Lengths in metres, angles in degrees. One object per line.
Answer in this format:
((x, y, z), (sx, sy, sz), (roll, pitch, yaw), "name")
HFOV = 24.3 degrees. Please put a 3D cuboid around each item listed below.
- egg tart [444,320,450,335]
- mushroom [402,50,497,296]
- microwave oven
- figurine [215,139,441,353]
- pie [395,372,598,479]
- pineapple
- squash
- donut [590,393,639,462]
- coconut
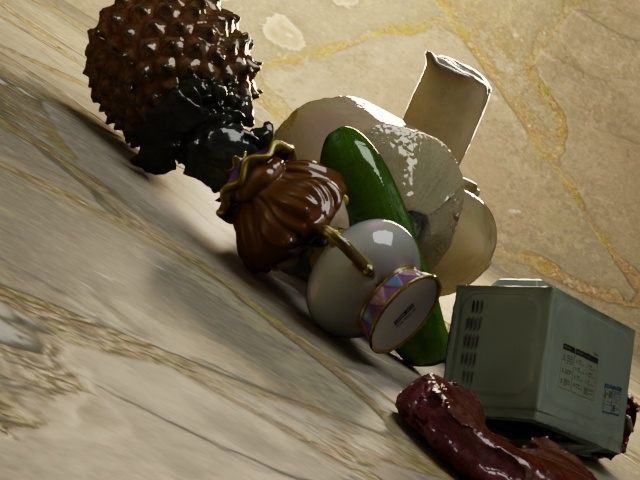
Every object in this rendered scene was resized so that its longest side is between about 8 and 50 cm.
((0.150, 0.122, 1.891), (0.105, 0.039, 0.105), (32, 6, -4), "egg tart")
((0.140, -0.093, 2.124), (0.314, 0.336, 0.314), (25, 11, -5), "mushroom")
((0.231, 0.136, 1.575), (0.122, 0.162, 0.208), (-1, -16, 36), "microwave oven")
((0.000, 0.000, 1.565), (0.263, 0.142, 0.189), (41, -15, 27), "figurine")
((0.170, 0.197, 1.372), (0.219, 0.054, 0.204), (32, 6, -12), "pie")
((-0.163, -0.167, 1.824), (0.223, 0.223, 0.357), (29, 21, -35), "pineapple")
((0.071, 0.010, 1.667), (0.082, 0.082, 0.292), (-24, 93, -82), "squash")
((0.292, 0.165, 1.873), (0.270, 0.103, 0.270), (44, 4, -3), "donut")
((0.052, -0.049, 1.822), (0.239, 0.239, 0.244), (30, 8, -30), "coconut")
